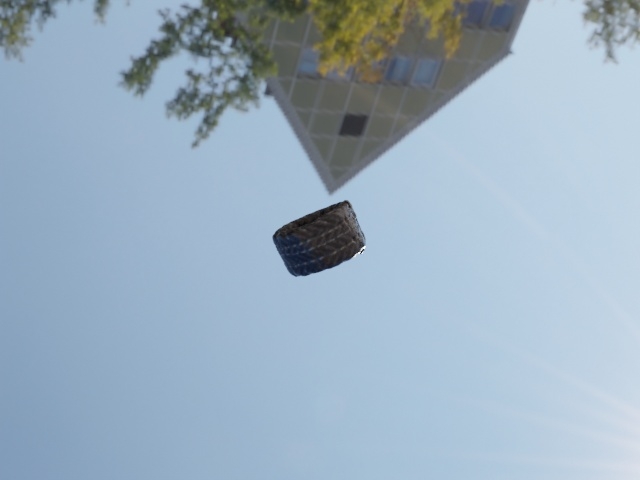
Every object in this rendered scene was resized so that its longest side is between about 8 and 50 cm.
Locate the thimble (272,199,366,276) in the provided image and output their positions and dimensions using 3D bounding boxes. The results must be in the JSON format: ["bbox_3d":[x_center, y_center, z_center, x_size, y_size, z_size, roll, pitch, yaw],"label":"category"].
[{"bbox_3d":[-0.002,0.001,1.169,0.104,0.066,0.095,-22,-171,11],"label":"thimble"}]
